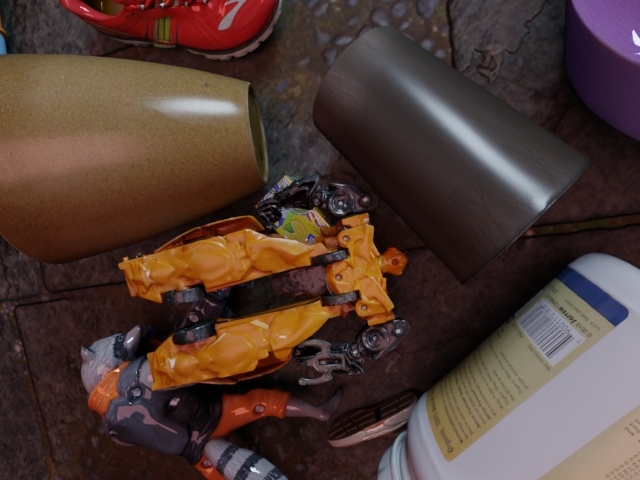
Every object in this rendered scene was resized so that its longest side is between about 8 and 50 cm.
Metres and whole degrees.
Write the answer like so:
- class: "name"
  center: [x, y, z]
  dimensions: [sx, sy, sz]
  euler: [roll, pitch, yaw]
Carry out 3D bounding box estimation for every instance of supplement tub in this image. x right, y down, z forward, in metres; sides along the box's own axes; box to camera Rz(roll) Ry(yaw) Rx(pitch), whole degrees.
- class: "supplement tub"
  center: [0.229, 0.193, 0.396]
  dimensions: [0.228, 0.228, 0.316]
  euler: [43, 107, 6]

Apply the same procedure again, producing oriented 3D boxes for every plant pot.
- class: "plant pot"
  center: [-0.195, -0.103, 0.486]
  dimensions: [0.254, 0.237, 0.237]
  euler: [-6, 97, 1]

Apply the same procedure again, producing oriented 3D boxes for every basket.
- class: "basket"
  center: [0.112, -0.092, 0.417]
  dimensions: [0.227, 0.204, 0.154]
  euler: [45, 118, 14]

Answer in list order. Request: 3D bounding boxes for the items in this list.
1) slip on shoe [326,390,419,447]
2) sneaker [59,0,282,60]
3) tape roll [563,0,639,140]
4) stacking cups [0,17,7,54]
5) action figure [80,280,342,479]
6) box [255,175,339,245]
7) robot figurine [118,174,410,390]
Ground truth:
- class: "slip on shoe"
  center: [0.072, 0.241, 0.542]
  dimensions: [0.135, 0.051, 0.041]
  euler: [-30, 102, 11]
- class: "sneaker"
  center: [-0.182, -0.280, 0.493]
  dimensions: [0.279, 0.118, 0.107]
  euler: [4, 100, 15]
- class: "tape roll"
  center: [0.342, -0.201, 0.314]
  dimensions: [0.275, 0.090, 0.274]
  euler: [-10, 66, 23]
- class: "stacking cups"
  center: [-0.491, -0.266, 0.604]
  dimensions: [0.096, 0.096, 0.316]
  euler: [-3, 92, 15]
- class: "action figure"
  center: [-0.144, 0.189, 0.530]
  dimensions: [0.330, 0.178, 0.341]
  euler: [23, 104, 1]
- class: "box"
  center: [0.000, 0.000, 0.520]
  dimensions: [0.059, 0.054, 0.169]
  euler: [-42, 87, 17]
- class: "robot figurine"
  center: [-0.051, 0.051, 0.449]
  dimensions: [0.291, 0.085, 0.211]
  euler: [-14, 92, 2]
